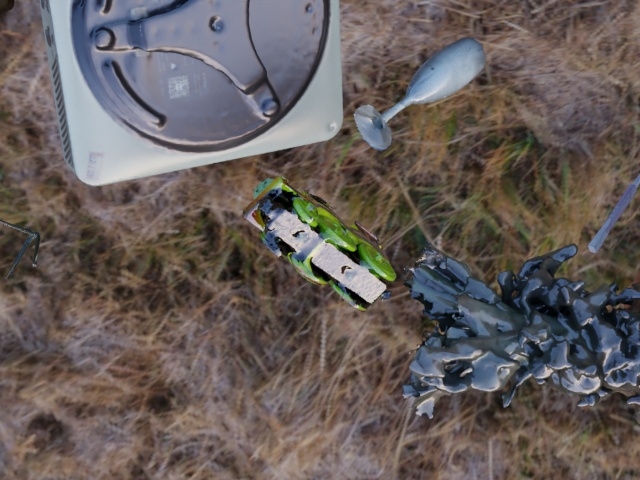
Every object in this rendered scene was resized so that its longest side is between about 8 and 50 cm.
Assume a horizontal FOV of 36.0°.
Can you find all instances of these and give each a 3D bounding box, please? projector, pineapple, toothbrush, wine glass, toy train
[{"bbox_3d":[-0.103,-0.191,0.845,0.079,0.259,0.257,37,136,56],"label":"projector"},{"bbox_3d":[0.236,0.080,0.695,0.361,0.175,0.175,3,105,-9],"label":"pineapple"},{"bbox_3d":[0.424,-0.059,1.372,0.017,0.194,0.014,16,151,42],"label":"toothbrush"},{"bbox_3d":[0.132,-0.190,1.245,0.066,0.198,0.066,36,148,27],"label":"wine glass"},{"bbox_3d":[0.000,0.000,1.596,0.100,0.160,0.296,-44,124,13],"label":"toy train"}]

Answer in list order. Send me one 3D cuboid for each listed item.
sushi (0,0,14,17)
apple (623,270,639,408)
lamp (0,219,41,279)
[{"bbox_3d":[-0.283,-0.196,0.552,0.238,0.219,0.225,-155,59,-64],"label":"sushi"},{"bbox_3d":[0.558,0.144,1.277,0.277,0.348,0.348,25,114,49],"label":"apple"},{"bbox_3d":[-0.270,-0.017,0.749,0.041,0.054,0.121,-36,126,26],"label":"lamp"}]
